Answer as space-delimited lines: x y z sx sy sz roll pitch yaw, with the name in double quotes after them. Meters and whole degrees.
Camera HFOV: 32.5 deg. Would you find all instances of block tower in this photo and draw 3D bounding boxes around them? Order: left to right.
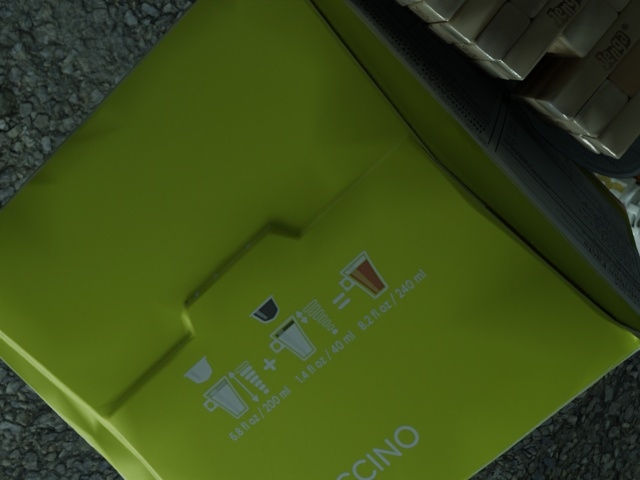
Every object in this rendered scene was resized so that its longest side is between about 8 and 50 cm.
0.049 -0.181 0.591 0.335 0.097 0.091 38 -175 -9 "block tower"

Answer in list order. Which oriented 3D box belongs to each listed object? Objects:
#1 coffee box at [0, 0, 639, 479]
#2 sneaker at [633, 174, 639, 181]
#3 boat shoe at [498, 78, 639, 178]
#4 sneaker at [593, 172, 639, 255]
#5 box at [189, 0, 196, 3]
0.000 0.000 0.828 0.338 0.337 0.334 46 -161 -4 "coffee box"
0.257 -0.080 0.889 0.175 0.064 0.067 38 -165 -29 "sneaker"
0.171 -0.134 0.805 0.226 0.083 0.075 53 -158 21 "boat shoe"
0.347 -0.019 1.192 0.169 0.108 0.292 36 -173 14 "sneaker"
-0.051 -0.301 1.281 0.242 0.077 0.307 38 167 -9 "box"
